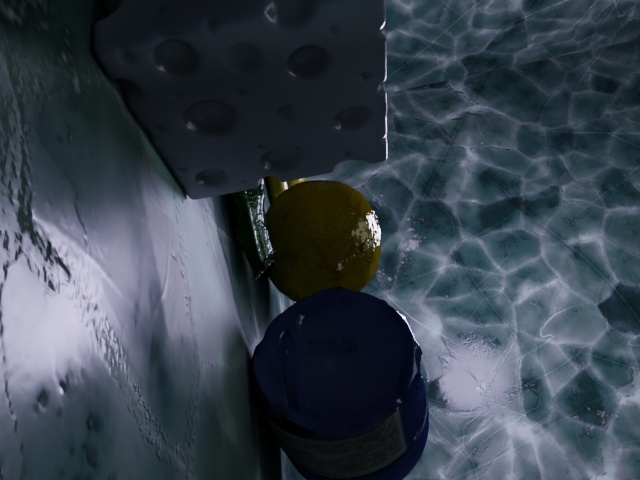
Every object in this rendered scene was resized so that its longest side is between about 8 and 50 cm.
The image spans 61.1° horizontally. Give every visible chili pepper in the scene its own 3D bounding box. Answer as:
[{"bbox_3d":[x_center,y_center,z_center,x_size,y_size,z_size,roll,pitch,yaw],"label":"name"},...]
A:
[{"bbox_3d":[-0.114,-0.042,0.887,0.098,0.061,0.224,28,52,-70],"label":"chili pepper"}]

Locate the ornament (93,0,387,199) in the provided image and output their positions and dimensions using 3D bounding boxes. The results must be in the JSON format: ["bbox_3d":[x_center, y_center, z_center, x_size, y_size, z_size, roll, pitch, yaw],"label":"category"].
[{"bbox_3d":[-0.068,-0.221,0.572,0.239,0.239,0.240,73,5,-63],"label":"ornament"}]

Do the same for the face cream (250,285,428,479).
[{"bbox_3d":[0.037,0.229,0.824,0.225,0.249,0.249,75,3,-47],"label":"face cream"}]

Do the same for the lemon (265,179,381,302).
[{"bbox_3d":[0.000,0.000,1.131,0.310,0.257,0.258,-90,169,-61],"label":"lemon"}]

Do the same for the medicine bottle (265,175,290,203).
[{"bbox_3d":[-0.110,-0.114,1.542,0.095,0.064,0.261,-95,174,-78],"label":"medicine bottle"}]

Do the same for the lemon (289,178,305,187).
[{"bbox_3d":[-0.103,-0.223,1.794,0.109,0.109,0.133,-87,156,-84],"label":"lemon"}]
